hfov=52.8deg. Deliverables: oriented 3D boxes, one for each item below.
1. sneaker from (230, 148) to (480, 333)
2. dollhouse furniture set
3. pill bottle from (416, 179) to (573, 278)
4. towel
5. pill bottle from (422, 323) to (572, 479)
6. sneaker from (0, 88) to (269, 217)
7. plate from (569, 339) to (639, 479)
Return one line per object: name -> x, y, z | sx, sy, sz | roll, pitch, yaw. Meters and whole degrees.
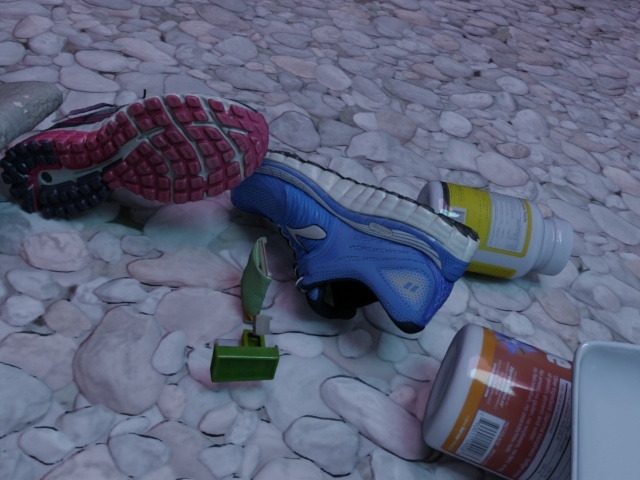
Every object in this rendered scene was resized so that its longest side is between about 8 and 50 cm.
sneaker -> 0.000, 0.000, 0.693 | 0.330, 0.147, 0.130 | 25, 2, 44
dollhouse furniture set -> -0.080, 0.069, 0.632 | 0.059, 0.076, 0.151 | 4, 41, -16
pill bottle -> 0.211, -0.009, 0.806 | 0.184, 0.103, 0.103 | 12, 39, -7
towel -> -0.430, -0.100, 0.664 | 0.282, 0.049, 0.187 | -1, 37, 17
pill bottle -> 0.212, 0.167, 0.582 | 0.216, 0.121, 0.121 | 22, 39, 5
sneaker -> -0.200, -0.111, 0.708 | 0.299, 0.120, 0.112 | -4, 32, 14
plate -> 0.302, 0.226, 0.499 | 0.278, 0.045, 0.277 | 7, 83, -11
